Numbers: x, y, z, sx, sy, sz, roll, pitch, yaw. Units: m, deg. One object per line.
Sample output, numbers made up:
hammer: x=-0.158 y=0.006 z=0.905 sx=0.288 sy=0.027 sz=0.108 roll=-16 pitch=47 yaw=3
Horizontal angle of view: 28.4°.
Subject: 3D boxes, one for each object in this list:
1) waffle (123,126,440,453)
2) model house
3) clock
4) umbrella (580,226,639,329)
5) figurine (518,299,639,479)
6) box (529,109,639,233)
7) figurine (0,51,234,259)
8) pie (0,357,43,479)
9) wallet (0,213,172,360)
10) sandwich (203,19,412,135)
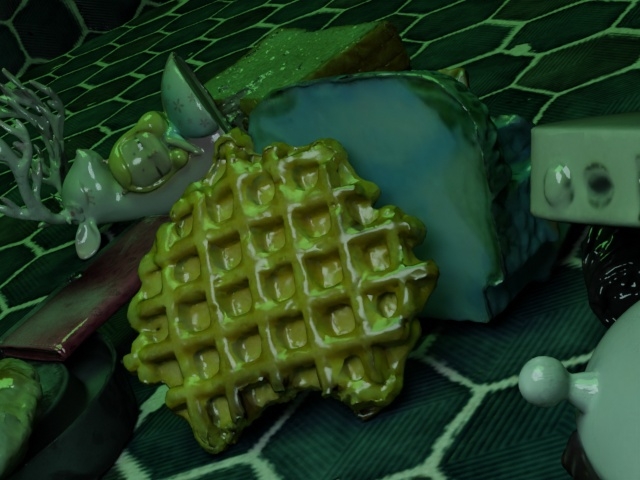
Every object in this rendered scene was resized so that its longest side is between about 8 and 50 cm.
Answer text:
waffle: x=-0.036 y=0.049 z=1.046 sx=0.291 sy=0.291 sz=0.051 roll=-16 pitch=-15 yaw=19
model house: x=0.116 y=-0.071 z=1.146 sx=0.261 sy=0.226 sz=0.241 roll=1 pitch=22 yaw=44
clock: x=-0.323 y=0.196 z=1.182 sx=0.319 sy=0.066 sz=0.319 roll=-20 pitch=21 yaw=8
umbrella: x=0.264 y=-0.026 z=1.052 sx=0.090 sy=0.094 sz=0.326 roll=-2 pitch=28 yaw=16
figurine: x=0.296 y=0.087 z=0.657 sx=0.370 sy=0.167 sz=0.281 roll=-10 pitch=28 yaw=11
box: x=0.379 y=-0.055 z=0.851 sx=0.373 sy=0.090 sz=0.367 roll=-12 pitch=11 yaw=-38
figurine: x=-0.298 y=-0.132 z=1.679 sx=0.316 sy=0.284 sz=0.206 roll=-36 pitch=19 yaw=2
pie: x=-0.365 y=0.190 z=1.057 sx=0.306 sy=0.071 sz=0.306 roll=-20 pitch=20 yaw=8
wallet: x=-0.220 y=0.045 z=1.299 sx=0.119 sy=0.025 sz=0.232 roll=0 pitch=35 yaw=44
sandwich: x=-0.045 y=-0.222 z=1.846 sx=0.249 sy=0.095 sz=0.273 roll=-40 pitch=27 yaw=-28
